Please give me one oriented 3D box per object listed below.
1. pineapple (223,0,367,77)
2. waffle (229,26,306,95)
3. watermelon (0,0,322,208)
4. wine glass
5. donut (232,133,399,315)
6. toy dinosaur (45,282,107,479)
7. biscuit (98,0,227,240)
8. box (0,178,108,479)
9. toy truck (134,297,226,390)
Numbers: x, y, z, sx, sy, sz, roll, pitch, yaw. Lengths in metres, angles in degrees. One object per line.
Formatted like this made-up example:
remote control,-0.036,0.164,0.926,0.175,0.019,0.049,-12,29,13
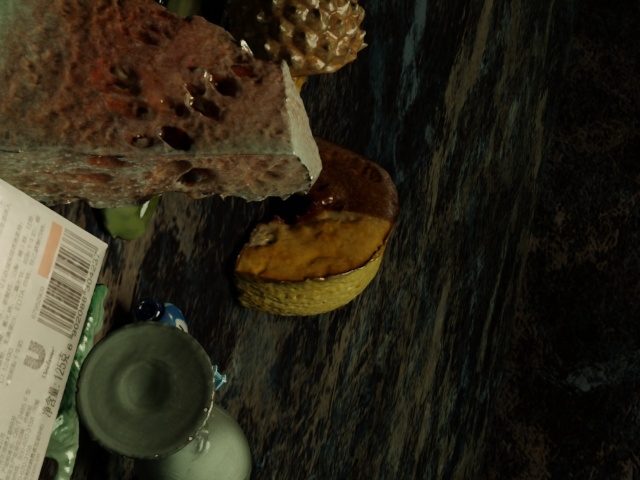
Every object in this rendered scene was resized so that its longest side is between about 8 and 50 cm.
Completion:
pineapple,-0.026,-0.270,1.468,0.119,0.130,0.277,-43,127,-63
waffle,-0.055,-0.136,1.712,0.191,0.038,0.191,11,90,-75
watermelon,-0.113,-0.085,1.198,0.094,0.241,0.154,105,-4,-66
wine glass,-0.131,0.225,1.397,0.309,0.096,0.264,79,25,-72
donut,-0.001,0.000,1.844,0.085,0.141,0.217,95,19,-44
toy dinosaur,-0.219,0.164,1.283,0.383,0.076,0.129,-62,150,-56
biscuit,-0.113,-0.152,1.506,0.099,0.038,0.322,71,33,-65
box,-0.220,0.065,1.130,0.135,0.081,0.199,37,61,-50
toy truck,-0.122,0.096,1.517,0.073,0.090,0.056,-48,158,-7
